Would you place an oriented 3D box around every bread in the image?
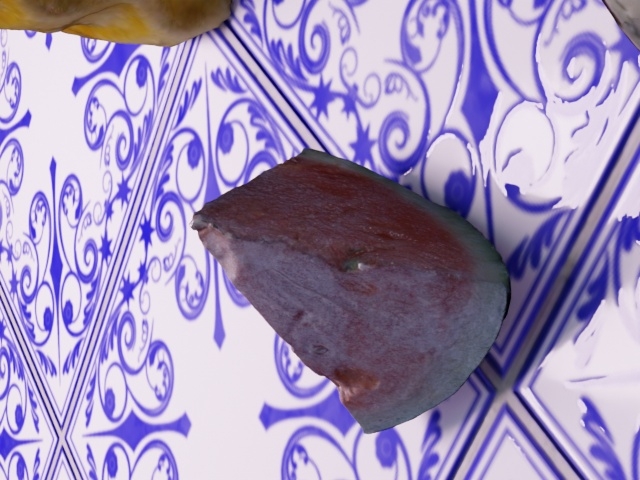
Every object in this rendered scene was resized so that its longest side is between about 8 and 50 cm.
[{"bbox_3d":[-0.211,-0.255,1.100,0.196,0.252,0.238,-46,48,45],"label":"bread"}]

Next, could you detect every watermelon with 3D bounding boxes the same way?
[{"bbox_3d":[0.022,-0.005,0.821,0.136,0.202,0.207,-31,56,8],"label":"watermelon"}]

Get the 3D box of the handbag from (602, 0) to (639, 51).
[{"bbox_3d":[0.258,-0.174,0.361,0.358,0.236,0.160,-41,56,49],"label":"handbag"}]
